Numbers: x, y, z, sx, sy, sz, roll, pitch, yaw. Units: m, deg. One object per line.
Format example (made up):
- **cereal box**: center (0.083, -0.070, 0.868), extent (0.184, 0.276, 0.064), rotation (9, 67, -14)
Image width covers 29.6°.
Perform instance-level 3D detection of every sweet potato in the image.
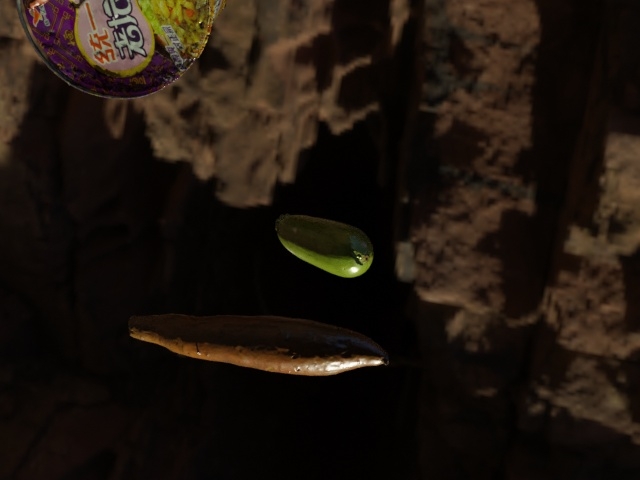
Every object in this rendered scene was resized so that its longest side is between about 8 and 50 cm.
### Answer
- **sweet potato**: center (-0.064, 0.095, 1.146), extent (0.057, 0.265, 0.057), rotation (6, 90, -76)

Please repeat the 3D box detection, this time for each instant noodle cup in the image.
- **instant noodle cup**: center (-0.296, -0.426, 2.007), extent (0.266, 0.340, 0.340), rotation (-56, 155, -66)

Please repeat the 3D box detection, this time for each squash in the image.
- **squash**: center (0.000, 0.000, 1.565), extent (0.201, 0.066, 0.066), rotation (24, -71, 55)

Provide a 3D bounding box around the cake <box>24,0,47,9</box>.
- **cake**: center (-0.308, -0.403, 1.640), extent (0.220, 0.117, 0.086), rotation (-62, -152, 19)
